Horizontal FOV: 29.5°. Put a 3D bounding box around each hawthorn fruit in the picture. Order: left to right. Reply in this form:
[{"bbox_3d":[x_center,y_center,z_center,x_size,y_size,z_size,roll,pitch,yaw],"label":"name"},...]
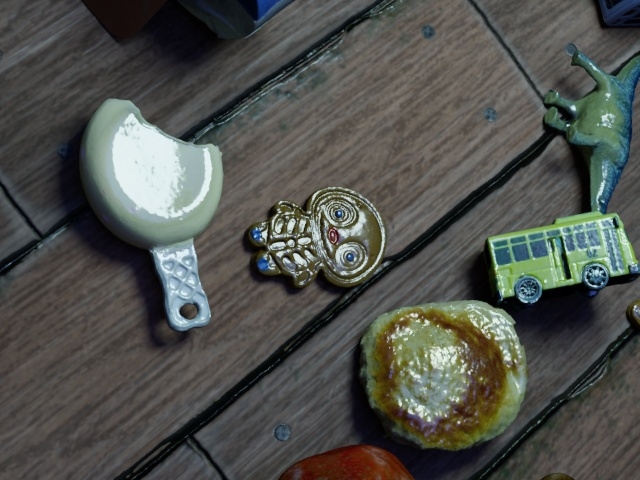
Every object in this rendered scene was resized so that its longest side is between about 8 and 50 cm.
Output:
[{"bbox_3d":[0.038,0.307,1.298,0.202,0.185,0.185,-13,81,-60],"label":"hawthorn fruit"}]

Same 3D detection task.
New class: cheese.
[{"bbox_3d":[-0.191,-0.028,1.341,0.163,0.071,0.248,9,75,-19],"label":"cheese"}]

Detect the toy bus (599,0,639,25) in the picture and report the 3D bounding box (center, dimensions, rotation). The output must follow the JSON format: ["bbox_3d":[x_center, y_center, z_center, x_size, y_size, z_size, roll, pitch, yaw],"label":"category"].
[{"bbox_3d":[0.426,-0.444,1.650,0.133,0.125,0.292,-7,81,-22],"label":"toy bus"}]

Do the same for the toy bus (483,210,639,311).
[{"bbox_3d":[0.290,0.025,1.475,0.175,0.088,0.101,-12,77,1],"label":"toy bus"}]

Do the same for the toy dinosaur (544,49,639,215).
[{"bbox_3d":[0.366,-0.145,1.583,0.147,0.076,0.363,23,68,-18],"label":"toy dinosaur"}]

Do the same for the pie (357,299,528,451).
[{"bbox_3d":[0.146,0.156,1.419,0.205,0.084,0.179,-3,79,-19],"label":"pie"}]

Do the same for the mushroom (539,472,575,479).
[{"bbox_3d":[0.264,0.329,1.423,0.126,0.085,0.109,-40,94,-19],"label":"mushroom"}]

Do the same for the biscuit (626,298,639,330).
[{"bbox_3d":[0.486,0.048,1.608,0.138,0.031,0.205,35,66,-10],"label":"biscuit"}]

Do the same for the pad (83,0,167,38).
[{"bbox_3d":[-0.258,-0.366,1.345,0.267,0.181,0.004,50,40,-3],"label":"pad"}]

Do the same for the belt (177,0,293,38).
[{"bbox_3d":[-0.155,-0.391,1.365,0.117,0.212,0.347,-42,90,-25],"label":"belt"}]

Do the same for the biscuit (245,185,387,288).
[{"bbox_3d":[0.000,0.000,1.432,0.175,0.026,0.124,-12,81,-23],"label":"biscuit"}]
